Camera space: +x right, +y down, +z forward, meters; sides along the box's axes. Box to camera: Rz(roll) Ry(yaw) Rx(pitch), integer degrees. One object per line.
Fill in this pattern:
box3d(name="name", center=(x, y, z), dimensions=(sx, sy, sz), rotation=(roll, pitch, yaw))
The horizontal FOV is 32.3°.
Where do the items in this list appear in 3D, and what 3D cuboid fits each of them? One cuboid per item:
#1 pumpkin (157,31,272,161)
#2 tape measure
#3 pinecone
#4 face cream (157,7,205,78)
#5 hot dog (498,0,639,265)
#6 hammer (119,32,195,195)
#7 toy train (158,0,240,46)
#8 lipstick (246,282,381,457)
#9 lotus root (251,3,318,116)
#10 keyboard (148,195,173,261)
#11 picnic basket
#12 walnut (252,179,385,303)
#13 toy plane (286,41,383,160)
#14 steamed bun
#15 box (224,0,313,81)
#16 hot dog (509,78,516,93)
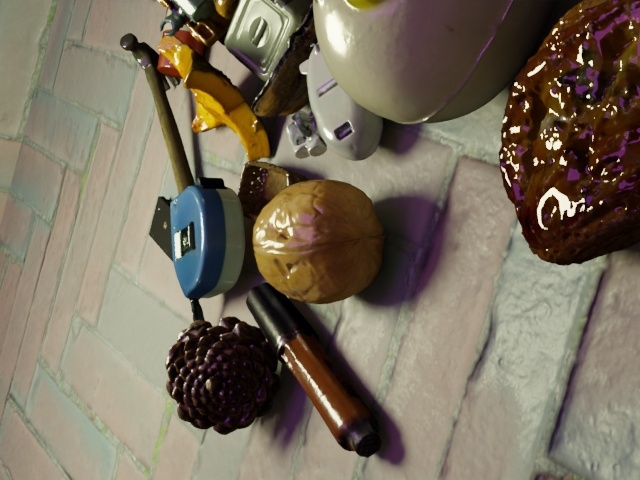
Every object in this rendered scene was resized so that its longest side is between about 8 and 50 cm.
box3d(name="pumpkin", center=(-0.215, -0.278, 2.105), dimensions=(0.095, 0.258, 0.290), rotation=(-43, 35, -8))
box3d(name="tape measure", center=(-0.210, 0.064, 2.049), dimensions=(0.215, 0.098, 0.351), rotation=(149, 117, -61))
box3d(name="pinecone", center=(-0.165, 0.223, 1.883), dimensions=(0.207, 0.207, 0.208), rotation=(-27, 57, 52))
box3d(name="face cream", center=(-0.293, -0.467, 2.411), dimensions=(0.096, 0.095, 0.214), rotation=(-2, 78, 58))
box3d(name="hot dog", center=(0.333, -0.124, 1.209), dimensions=(0.387, 0.174, 0.267), rotation=(-32, 55, 48))
box3d(name="hammer", center=(-0.327, -0.242, 2.364), dimensions=(0.044, 0.168, 0.440), rotation=(-28, 60, 16))
box3d(name="toy train", center=(-0.152, -0.500, 2.038), dimensions=(0.369, 0.163, 0.231), rotation=(-45, -7, 0))
box3d(name="lipstick", center=(-0.015, 0.197, 1.748), dimensions=(0.418, 0.077, 0.077), rotation=(49, 121, 51))
box3d(name="lotus root", center=(-0.002, -0.340, 1.902), dimensions=(0.329, 0.078, 0.167), rotation=(-58, -1, 26))
box3d(name="keyboard", center=(-0.287, -0.001, 2.303), dimensions=(0.317, 0.027, 0.106), rotation=(41, 117, 55))
box3d(name="picnic basket", center=(-0.084, -0.083, 1.974), dimensions=(0.193, 0.054, 0.110), rotation=(23, 105, 60))
box3d(name="walnut", center=(0.000, 0.000, 1.700), dimensions=(0.225, 0.193, 0.193), rotation=(-16, 66, 52))
box3d(name="toy plane", center=(0.040, -0.232, 1.774), dimensions=(0.252, 0.118, 0.252), rotation=(-18, 59, 33))
box3d(name="steamed bun", center=(0.151, -0.338, 1.454), dimensions=(0.374, 0.334, 0.334), rotation=(-63, 34, 14))
box3d(name="box", center=(-0.082, -0.383, 1.960), dimensions=(0.124, 0.093, 0.172), rotation=(41, 136, 10))
box3d(name="hot dog", center=(0.309, -0.211, 1.393), dimensions=(0.188, 0.055, 0.072), rotation=(-36, 53, 47))
